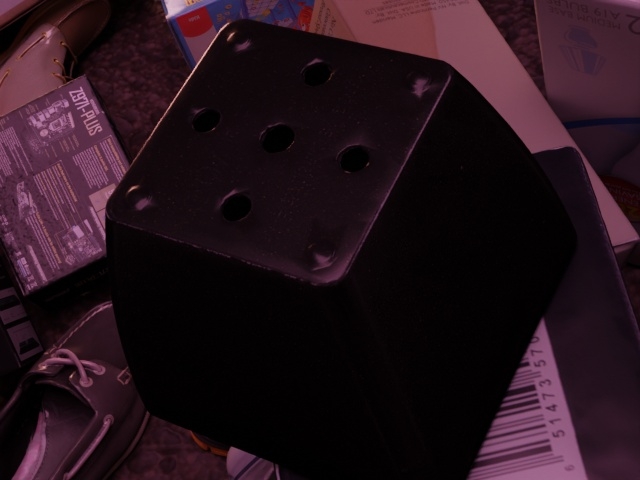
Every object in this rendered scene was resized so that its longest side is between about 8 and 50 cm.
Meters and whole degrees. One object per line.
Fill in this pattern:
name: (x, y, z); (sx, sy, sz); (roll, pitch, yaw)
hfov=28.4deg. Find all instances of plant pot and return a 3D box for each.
plant pot: (0.000, 0.000, 0.631); (0.187, 0.167, 0.188); (17, 64, 27)

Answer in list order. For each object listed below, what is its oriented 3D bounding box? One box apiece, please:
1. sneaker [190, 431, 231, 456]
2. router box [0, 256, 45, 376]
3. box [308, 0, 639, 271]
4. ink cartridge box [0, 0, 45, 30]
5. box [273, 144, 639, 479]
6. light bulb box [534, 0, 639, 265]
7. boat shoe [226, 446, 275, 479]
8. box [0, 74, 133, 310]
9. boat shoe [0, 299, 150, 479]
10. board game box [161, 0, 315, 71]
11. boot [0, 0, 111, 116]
sneaker: (-0.022, 0.152, 1.077); (0.215, 0.083, 0.084); (2, 56, 16)
router box: (-0.447, 0.065, 1.164); (0.309, 0.081, 0.243); (-24, 92, 6)
box: (0.104, -0.065, 1.004); (0.121, 0.148, 0.311); (-16, 58, -21)
ink cartridge box: (-0.340, -0.310, 1.428); (0.235, 0.088, 0.193); (-36, 18, -10)
box: (0.117, 0.186, 0.817); (0.212, 0.395, 0.293); (-15, 53, 7)
light bulb box: (0.377, -0.122, 0.973); (0.358, 0.361, 0.225); (18, 65, 26)
boat shoe: (-0.027, 0.201, 0.972); (0.083, 0.226, 0.075); (-17, 63, -21)
box: (-0.251, -0.046, 1.245); (0.147, 0.077, 0.180); (-28, 76, -3)
boat shoe: (-0.241, 0.180, 1.112); (0.112, 0.095, 0.335); (14, 62, 24)
board game box: (-0.035, -0.336, 1.374); (0.308, 0.086, 0.302); (-22, 42, 1)
boot: (-0.279, -0.171, 1.377); (0.213, 0.077, 0.165); (-44, 55, -9)
